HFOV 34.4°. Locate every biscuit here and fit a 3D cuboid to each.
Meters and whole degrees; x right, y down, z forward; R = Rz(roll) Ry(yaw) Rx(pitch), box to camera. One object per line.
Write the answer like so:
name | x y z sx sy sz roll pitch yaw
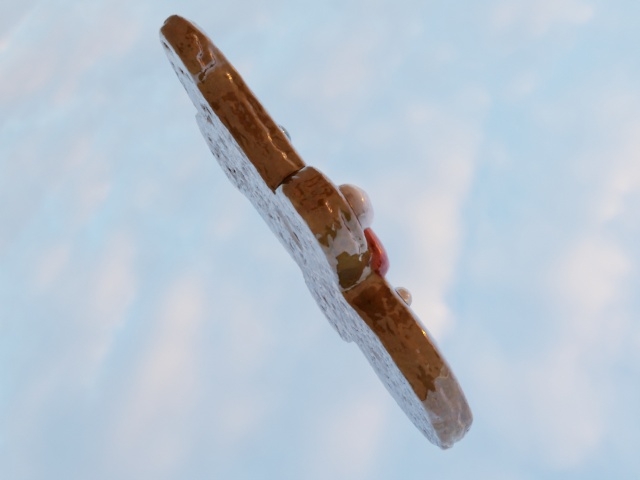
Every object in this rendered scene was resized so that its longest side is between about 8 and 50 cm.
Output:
biscuit | 0.002 -0.002 0.692 0.049 0.205 0.324 -32 -116 -8
